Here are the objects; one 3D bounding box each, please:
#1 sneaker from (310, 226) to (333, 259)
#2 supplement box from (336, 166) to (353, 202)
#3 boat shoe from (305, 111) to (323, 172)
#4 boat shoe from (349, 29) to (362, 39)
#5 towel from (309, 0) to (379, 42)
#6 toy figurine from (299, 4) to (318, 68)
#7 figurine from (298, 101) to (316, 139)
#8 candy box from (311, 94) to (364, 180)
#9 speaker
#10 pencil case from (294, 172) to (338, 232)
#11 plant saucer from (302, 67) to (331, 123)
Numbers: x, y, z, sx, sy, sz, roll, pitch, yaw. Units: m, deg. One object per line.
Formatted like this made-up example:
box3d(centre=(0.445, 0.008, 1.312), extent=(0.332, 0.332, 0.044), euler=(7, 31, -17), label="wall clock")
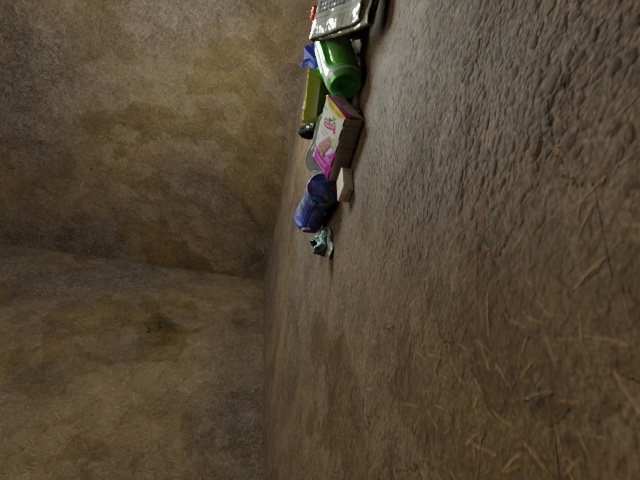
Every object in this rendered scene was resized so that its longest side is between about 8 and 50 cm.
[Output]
box3d(centre=(0.000, 0.000, 1.662), extent=(0.167, 0.076, 0.065), euler=(-99, 21, -59), label="sneaker")
box3d(centre=(0.077, -0.175, 1.503), extent=(0.062, 0.036, 0.099), euler=(110, 165, -45), label="supplement box")
box3d(centre=(0.036, -0.378, 1.720), extent=(0.091, 0.114, 0.303), euler=(-36, -12, -45), label="boat shoe")
box3d(centre=(0.129, -0.757, 1.639), extent=(0.170, 0.062, 0.059), euler=(161, 112, -79), label="boat shoe")
box3d(centre=(0.090, -0.796, 1.488), extent=(0.324, 0.056, 0.313), euler=(15, 89, 53), label="towel")
box3d(centre=(-0.023, -0.768, 1.881), extent=(0.217, 0.191, 0.362), euler=(-50, 1, -5), label="toy figurine")
box3d(centre=(-0.026, -0.616, 2.332), extent=(0.209, 0.092, 0.215), euler=(-167, 87, -72), label="figurine")
box3d(centre=(0.051, -0.336, 1.571), extent=(0.159, 0.071, 0.234), euler=(-119, 35, -42), label="candy box")
box3d(centre=(0.057, -0.623, 1.623), extent=(0.131, 0.131, 0.297), euler=(113, 150, -53), label="speaker")
box3d(centre=(-0.021, -0.126, 1.755), extent=(0.306, 0.119, 0.133), euler=(122, 171, -65), label="pencil case")
box3d(centre=(0.032, -0.507, 1.703), extent=(0.045, 0.188, 0.188), euler=(29, 118, 46), label="plant saucer")
